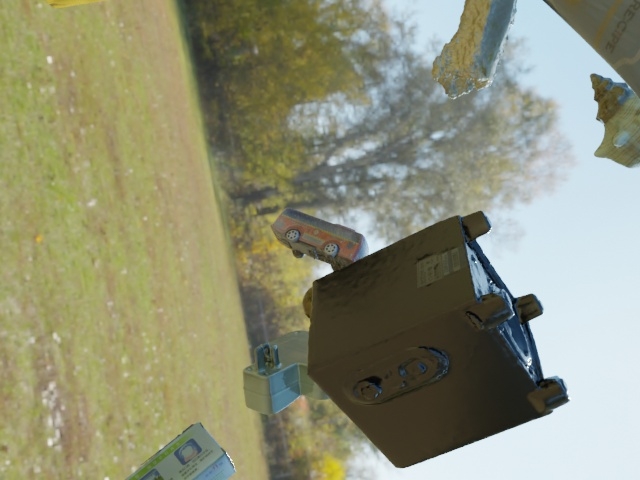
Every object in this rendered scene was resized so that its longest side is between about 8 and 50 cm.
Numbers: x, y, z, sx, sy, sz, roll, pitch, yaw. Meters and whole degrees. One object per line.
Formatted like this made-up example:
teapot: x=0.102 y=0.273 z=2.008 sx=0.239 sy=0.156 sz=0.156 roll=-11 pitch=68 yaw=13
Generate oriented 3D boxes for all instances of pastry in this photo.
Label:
pastry: x=0.280 y=-0.374 z=1.451 sx=0.089 sy=0.121 sz=0.259 roll=12 pitch=-101 yaw=48

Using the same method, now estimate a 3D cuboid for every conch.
conch: x=0.509 y=-0.174 z=1.380 sx=0.137 sy=0.114 sz=0.234 roll=19 pitch=-46 yaw=63

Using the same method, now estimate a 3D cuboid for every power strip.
power strip: x=-0.057 y=0.269 z=1.848 sx=0.229 sy=0.261 sz=0.141 roll=8 pitch=-71 yaw=42

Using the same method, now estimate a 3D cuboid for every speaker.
speaker: x=0.149 y=0.132 z=1.051 sx=0.232 sy=0.253 sz=0.184 roll=51 pitch=24 yaw=-32

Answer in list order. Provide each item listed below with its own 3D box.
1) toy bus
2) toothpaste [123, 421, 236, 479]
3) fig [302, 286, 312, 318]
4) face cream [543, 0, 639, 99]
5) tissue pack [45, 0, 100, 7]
toy bus: x=0.000 y=0.000 z=1.534 sx=0.077 sy=0.192 sz=0.065 roll=-57 pitch=149 yaw=-22
toothpaste: x=-0.285 y=0.409 z=1.219 sx=0.081 sy=0.336 sz=0.067 roll=37 pitch=-24 yaw=40
fig: x=0.002 y=0.136 z=1.693 sx=0.074 sy=0.073 sz=0.088 roll=-105 pitch=174 yaw=-46
face cream: x=0.361 y=-0.325 z=1.095 sx=0.385 sy=0.086 sz=0.136 roll=59 pitch=-44 yaw=40
tissue pack: x=-0.381 y=-0.626 z=1.588 sx=0.228 sy=0.381 sz=0.294 roll=-114 pitch=-165 yaw=-84
